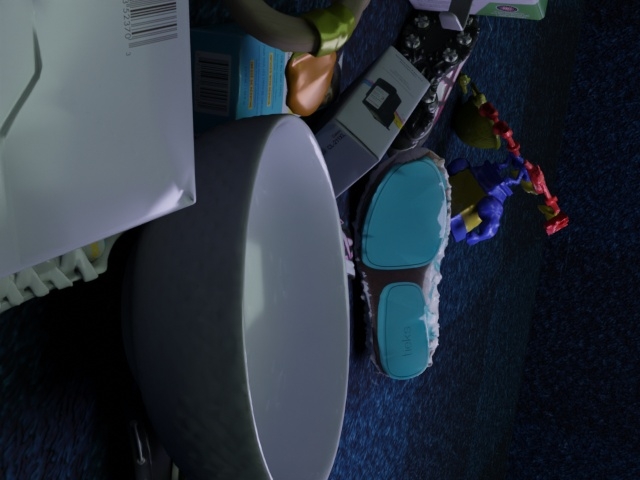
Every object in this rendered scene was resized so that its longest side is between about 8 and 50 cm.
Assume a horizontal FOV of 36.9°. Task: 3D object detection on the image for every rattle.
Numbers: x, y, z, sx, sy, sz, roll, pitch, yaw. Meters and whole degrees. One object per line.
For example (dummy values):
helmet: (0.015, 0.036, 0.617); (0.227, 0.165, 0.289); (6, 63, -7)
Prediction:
rattle: (-0.063, -0.221, 0.851); (0.130, 0.199, 0.143); (-63, -179, -14)

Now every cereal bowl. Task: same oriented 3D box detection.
cereal bowl: (-0.077, 0.061, 0.846); (0.339, 0.141, 0.339); (-3, 90, -74)

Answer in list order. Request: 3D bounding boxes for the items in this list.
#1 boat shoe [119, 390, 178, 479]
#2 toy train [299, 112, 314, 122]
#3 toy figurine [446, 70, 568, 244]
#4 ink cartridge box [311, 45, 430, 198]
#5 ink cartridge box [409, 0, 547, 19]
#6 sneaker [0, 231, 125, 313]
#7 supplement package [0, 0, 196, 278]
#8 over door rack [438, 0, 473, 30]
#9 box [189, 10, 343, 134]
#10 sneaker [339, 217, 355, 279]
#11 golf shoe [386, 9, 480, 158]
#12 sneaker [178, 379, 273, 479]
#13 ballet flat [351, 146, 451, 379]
boat shoe: (-0.174, 0.234, 0.924); (0.064, 0.075, 0.206); (2, 109, -25)
toy train: (-0.025, -0.144, 1.130); (0.083, 0.017, 0.024); (-44, 150, -55)
toy figurine: (0.246, -0.115, 1.682); (0.191, 0.217, 0.363); (49, 10, -47)
ink cartridge box: (0.040, -0.133, 1.140); (0.127, 0.072, 0.175); (-39, -167, 45)
ink cartridge box: (0.193, -0.407, 1.286); (0.278, 0.201, 0.117); (25, 77, -68)
sneaker: (-0.204, 0.001, 0.654); (0.229, 0.092, 0.087); (-51, 148, -47)
supplement package: (-0.188, -0.129, 0.494); (0.204, 0.145, 0.262); (-25, 126, -45)
over door rack: (0.008, -0.342, 0.813); (0.108, 0.239, 0.324); (-62, 154, -23)
box: (-0.051, -0.176, 0.989); (0.244, 0.060, 0.101); (-34, 132, -60)
sneaker: (0.000, 0.000, 1.221); (0.178, 0.072, 0.077); (43, 49, -74)
golf shoe: (0.154, -0.243, 1.447); (0.273, 0.105, 0.120); (-61, 169, -24)
sneaker: (-0.099, 0.197, 1.010); (0.146, 0.122, 0.331); (121, -19, -57)
ballet flat: (0.114, 0.027, 1.459); (0.147, 0.147, 0.409); (-49, 147, -52)
